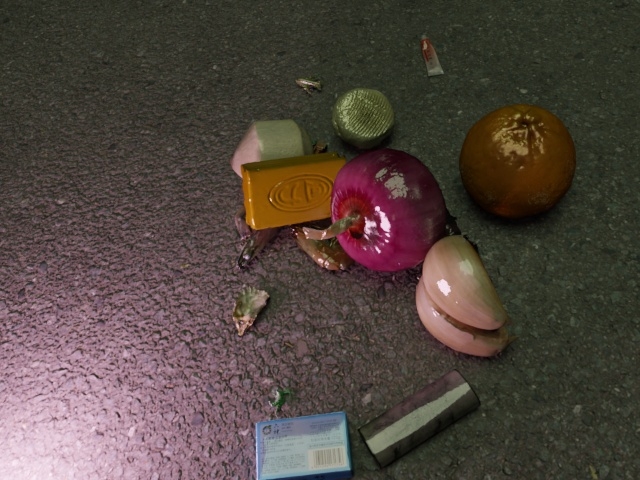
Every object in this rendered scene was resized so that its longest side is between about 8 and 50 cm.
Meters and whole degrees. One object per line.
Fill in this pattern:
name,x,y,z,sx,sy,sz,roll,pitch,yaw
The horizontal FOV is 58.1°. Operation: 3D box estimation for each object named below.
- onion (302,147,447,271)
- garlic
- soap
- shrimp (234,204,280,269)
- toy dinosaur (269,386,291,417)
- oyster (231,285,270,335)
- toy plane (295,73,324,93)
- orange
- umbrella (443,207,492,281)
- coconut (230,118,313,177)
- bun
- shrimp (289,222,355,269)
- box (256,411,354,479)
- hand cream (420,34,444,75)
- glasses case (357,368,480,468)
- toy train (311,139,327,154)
onion,0.174,-0.066,1.609,0.358,0.358,0.345,15,44,19
garlic,0.370,0.142,1.499,0.249,0.286,0.313,0,59,-31
soap,-0.073,-0.152,1.768,0.324,0.204,0.096,-11,21,-18
shrimp,-0.216,-0.044,1.851,0.164,0.062,0.317,12,54,22
toy dinosaur,-0.103,0.427,1.530,0.062,0.021,0.083,-17,53,-18
oyster,-0.203,0.194,1.691,0.121,0.045,0.146,-23,48,-3
toy plane,-0.043,-0.604,2.217,0.111,0.040,0.102,10,56,17
orange,0.583,-0.242,1.711,0.340,0.293,0.341,-4,58,6
umbrella,0.405,0.017,1.687,0.094,0.090,0.326,-21,55,-9
coconut,-0.161,-0.273,1.880,0.265,0.237,0.237,-11,53,-16
bun,0.142,-0.414,1.999,0.220,0.134,0.221,1,79,-7
shrimp,0.000,0.000,1.784,0.267,0.061,0.145,29,56,29
box,-0.039,0.515,1.421,0.232,0.083,0.143,-9,55,5
hand cream,0.420,-0.716,2.227,0.052,0.038,0.216,-26,55,25
glasses case,0.246,0.440,1.438,0.299,0.060,0.114,-28,59,-10
toy train,-0.024,-0.305,2.010,0.064,0.044,0.103,24,62,12
